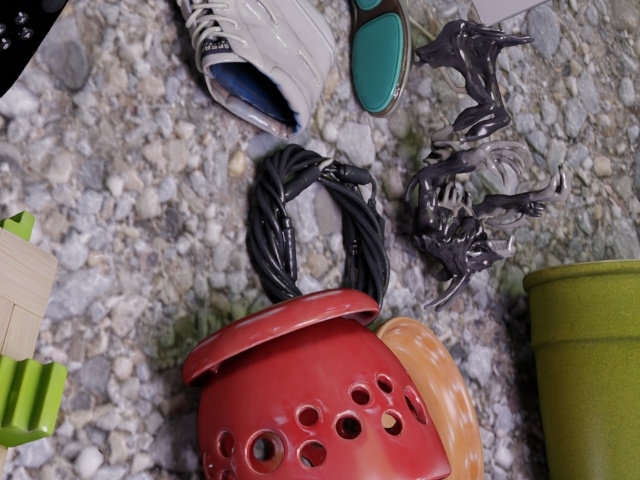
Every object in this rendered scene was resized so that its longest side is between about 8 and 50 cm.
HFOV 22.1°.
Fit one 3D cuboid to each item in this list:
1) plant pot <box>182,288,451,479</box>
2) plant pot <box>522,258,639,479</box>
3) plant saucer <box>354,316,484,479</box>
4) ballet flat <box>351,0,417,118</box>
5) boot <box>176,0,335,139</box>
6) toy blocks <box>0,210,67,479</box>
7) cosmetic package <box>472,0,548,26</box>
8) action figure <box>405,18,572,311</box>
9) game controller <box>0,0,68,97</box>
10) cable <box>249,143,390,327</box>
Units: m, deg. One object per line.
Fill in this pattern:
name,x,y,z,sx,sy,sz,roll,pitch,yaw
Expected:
plant pot,-0.013,0.142,1.313,0.191,0.191,0.174,-11,75,-48
plant pot,0.374,0.219,1.595,0.366,0.366,0.353,12,78,-43
plant saucer,0.085,0.169,1.485,0.200,0.037,0.200,38,42,-45
ballet flat,0.067,-0.220,1.626,0.068,0.072,0.213,10,66,-48
boot,-0.084,-0.203,1.441,0.258,0.095,0.123,42,42,-28
toy blocks,-0.322,0.091,1.005,0.261,0.191,0.381,31,54,-34
cosmetic package,0.278,-0.304,1.752,0.099,0.239,0.060,-28,96,-48
action figure,0.156,-0.069,1.576,0.164,0.141,0.276,10,81,-63
game controller,-0.311,-0.161,1.130,0.067,0.166,0.319,41,22,29
cable,0.000,0.000,1.484,0.150,0.047,0.184,29,56,-35
